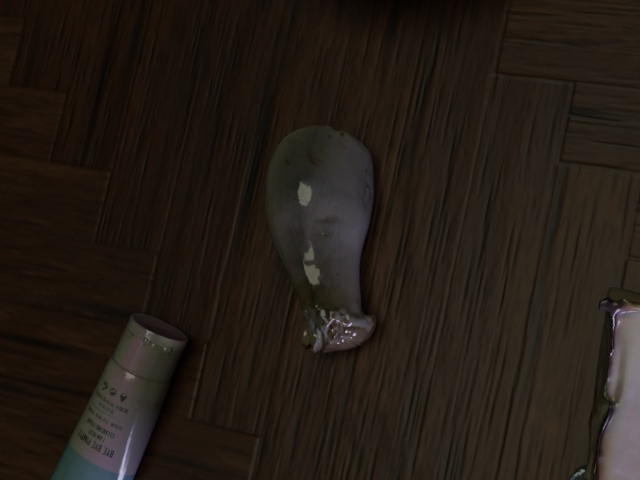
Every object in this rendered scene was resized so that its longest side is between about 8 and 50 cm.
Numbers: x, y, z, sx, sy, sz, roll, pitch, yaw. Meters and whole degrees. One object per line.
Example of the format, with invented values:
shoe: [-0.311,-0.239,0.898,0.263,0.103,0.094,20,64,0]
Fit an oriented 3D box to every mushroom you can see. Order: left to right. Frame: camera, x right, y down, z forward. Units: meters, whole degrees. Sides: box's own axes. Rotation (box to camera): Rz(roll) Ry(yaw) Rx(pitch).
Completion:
mushroom: [0.000,0.000,1.286,0.116,0.093,0.225,0,74,-1]
mushroom: [0.317,0.157,1.106,0.162,0.173,0.236,7,101,14]

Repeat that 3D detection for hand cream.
hand cream: [-0.231,0.234,1.353,0.111,0.070,0.312,29,99,21]

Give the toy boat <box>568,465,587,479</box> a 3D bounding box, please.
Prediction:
toy boat: [0.290,0.339,1.128,0.206,0.096,0.282,-50,58,18]
